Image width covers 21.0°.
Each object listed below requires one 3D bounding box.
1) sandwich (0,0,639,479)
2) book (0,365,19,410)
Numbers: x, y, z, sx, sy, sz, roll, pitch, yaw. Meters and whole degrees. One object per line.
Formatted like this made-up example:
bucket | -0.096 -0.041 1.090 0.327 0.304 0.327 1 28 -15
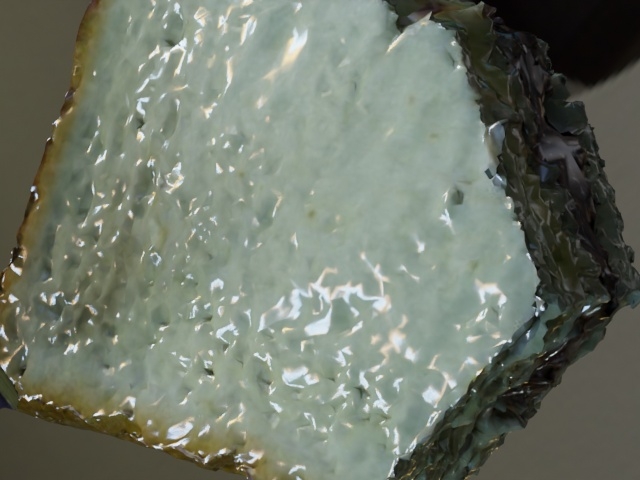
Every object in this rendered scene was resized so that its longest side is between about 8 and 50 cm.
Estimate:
sandwich | 0.000 0.000 0.868 0.325 0.262 0.131 14 175 36
book | -0.278 0.065 0.797 0.026 0.231 0.157 -98 -14 -47
